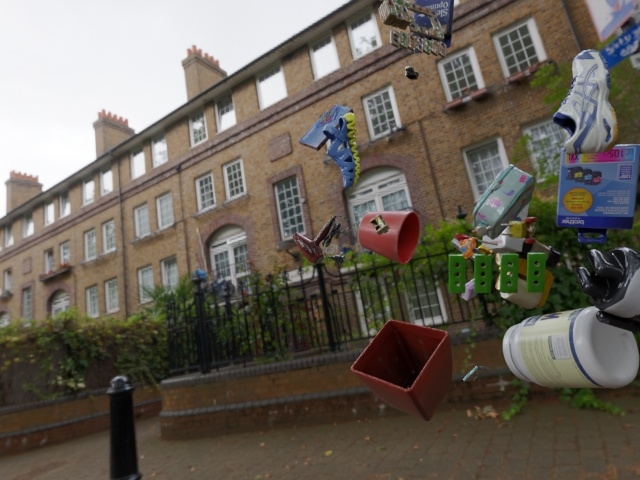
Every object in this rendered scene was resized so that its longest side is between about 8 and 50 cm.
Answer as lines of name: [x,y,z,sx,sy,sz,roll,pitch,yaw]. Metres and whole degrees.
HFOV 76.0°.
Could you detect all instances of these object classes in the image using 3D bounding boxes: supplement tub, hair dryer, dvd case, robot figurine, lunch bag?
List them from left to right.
hair dryer: [0.000,0.000,1.919,0.293,0.224,0.080,1,-14,25]
dvd case: [0.684,0.590,1.814,0.119,0.013,0.087,21,-67,-47]
lunch bag: [0.622,-0.122,1.415,0.224,0.108,0.279,-48,-27,4]
supplement tub: [0.787,0.351,1.320,0.235,0.235,0.325,-4,-16,-24]
robot figurine: [0.788,0.116,1.003,0.278,0.174,0.209,19,-19,7]

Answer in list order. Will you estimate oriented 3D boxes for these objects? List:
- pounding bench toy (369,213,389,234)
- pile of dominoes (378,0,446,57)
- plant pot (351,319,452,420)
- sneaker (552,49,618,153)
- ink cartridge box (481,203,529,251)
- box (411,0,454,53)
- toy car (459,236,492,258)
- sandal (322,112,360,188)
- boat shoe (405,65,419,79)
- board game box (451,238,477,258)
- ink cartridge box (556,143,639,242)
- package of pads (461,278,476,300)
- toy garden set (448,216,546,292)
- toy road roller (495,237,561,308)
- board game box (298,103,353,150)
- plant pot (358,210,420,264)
pounding bench toy: [0.243,-0.064,1.669,0.052,0.065,0.083,-35,-22,12]
pile of dominoes: [0.292,-0.657,1.237,0.251,0.196,0.040,-4,-18,-30]
plant pot: [0.323,0.480,1.476,0.267,0.236,0.267,1,37,50]
sneaker: [0.694,-0.373,1.097,0.131,0.296,0.112,-6,-18,21]
ink cartridge box: [0.775,-0.057,1.729,0.093,0.212,0.154,16,-9,-14]
box: [0.387,-0.774,1.410,0.136,0.225,0.036,6,8,32]
toy car: [0.377,0.008,0.999,0.040,0.060,0.122,29,-12,-4]
sandal: [0.087,-0.374,1.734,0.138,0.317,0.126,-8,-2,-12]
boat shoe: [0.409,-0.741,1.835,0.049,0.042,0.133,4,7,26]
board game box: [0.782,0.053,2.213,0.026,0.154,0.103,-51,-25,3]
ink cartridge box: [1.144,-0.192,1.707,0.270,0.395,0.151,3,14,31]
package of pads: [0.489,0.154,1.316,0.083,0.032,0.050,-25,-47,-33]
toy garden set: [0.476,0.039,1.119,0.244,0.204,0.049,-1,10,11]
toy road roller: [0.918,0.137,1.893,0.202,0.329,0.240,24,-9,-6]
board game box: [0.028,-0.575,2.072,0.145,0.281,0.027,31,-15,40]
plant pot: [0.345,-0.033,2.106,0.243,0.275,0.275,13,2,34]
